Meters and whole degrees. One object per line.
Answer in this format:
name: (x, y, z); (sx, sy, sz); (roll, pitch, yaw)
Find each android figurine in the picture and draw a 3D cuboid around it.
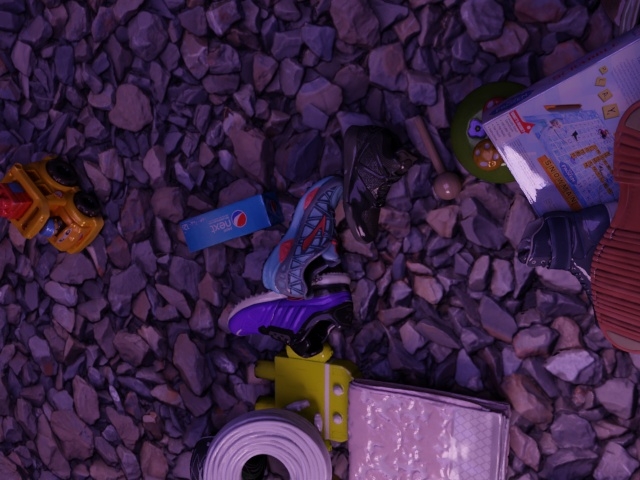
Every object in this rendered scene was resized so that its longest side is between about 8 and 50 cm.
android figurine: (-0.013, 0.327, 1.552); (0.273, 0.056, 0.248); (7, 101, 24)

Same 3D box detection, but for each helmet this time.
helmet: (-0.203, 0.491, 1.603); (0.169, 0.161, 0.169); (4, 101, 23)

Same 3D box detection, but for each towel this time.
towel: (0.198, 0.448, 1.429); (0.317, 0.053, 0.331); (5, 100, 24)

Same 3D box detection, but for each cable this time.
cable: (-0.105, 0.466, 1.477); (0.257, 0.089, 0.257); (-11, 91, -1)

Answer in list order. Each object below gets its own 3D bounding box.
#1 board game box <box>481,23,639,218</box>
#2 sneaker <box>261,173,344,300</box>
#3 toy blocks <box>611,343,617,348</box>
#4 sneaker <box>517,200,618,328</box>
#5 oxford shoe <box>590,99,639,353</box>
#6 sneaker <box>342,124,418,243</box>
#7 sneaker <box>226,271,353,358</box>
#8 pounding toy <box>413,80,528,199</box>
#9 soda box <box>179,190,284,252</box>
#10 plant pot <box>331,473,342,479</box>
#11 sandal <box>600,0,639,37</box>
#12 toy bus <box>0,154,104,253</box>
board game box: (0.475, -0.146, 1.182); (0.318, 0.066, 0.318); (-27, 111, 25)
sneaker: (0.000, 0.000, 1.432); (0.125, 0.104, 0.262); (28, 88, 26)
toy blocks: (0.650, 0.164, 1.174); (0.381, 0.191, 0.261); (34, 123, 7)
sneaker: (0.409, 0.052, 1.216); (0.163, 0.086, 0.226); (-8, 109, 5)
oxford shoe: (0.502, -0.020, 1.088); (0.140, 0.146, 0.397); (23, 122, 39)
sneaker: (0.113, -0.105, 1.402); (0.130, 0.087, 0.227); (3, 95, 30)
sneaker: (-0.062, 0.172, 1.495); (0.293, 0.102, 0.146); (-21, 69, 26)
pounding toy: (0.282, -0.178, 1.301); (0.237, 0.110, 0.183); (-20, 90, 25)
soda box: (-0.187, -0.039, 1.557); (0.210, 0.067, 0.071); (-17, 92, 26)
plant pot: (-0.011, 0.569, 1.568); (0.134, 0.095, 0.134); (4, 101, 24)
sandal: (0.484, -0.378, 1.179); (0.086, 0.120, 0.302); (18, 107, 35)
toy bus: (-0.634, -0.072, 1.673); (0.149, 0.211, 0.220); (-42, 83, 22)
